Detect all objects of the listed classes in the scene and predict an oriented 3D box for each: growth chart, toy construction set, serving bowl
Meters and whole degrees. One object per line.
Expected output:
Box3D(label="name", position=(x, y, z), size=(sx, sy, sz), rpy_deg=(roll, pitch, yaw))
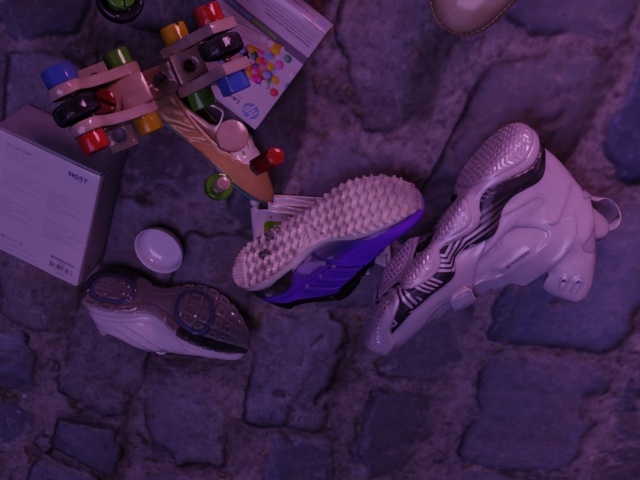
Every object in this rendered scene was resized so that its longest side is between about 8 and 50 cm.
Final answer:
Box3D(label="growth chart", position=(0.000, 0.000, 1.412), size=(0.237, 0.021, 0.172), rpy_deg=(0, 122, 21))
Box3D(label="toy construction set", position=(-0.202, -0.177, 1.236), size=(0.309, 0.257, 0.237), rpy_deg=(40, 169, -10))
Box3D(label="serving bowl", position=(-0.256, 0.011, 1.508), size=(0.083, 0.027, 0.083), rpy_deg=(10, 124, 15))

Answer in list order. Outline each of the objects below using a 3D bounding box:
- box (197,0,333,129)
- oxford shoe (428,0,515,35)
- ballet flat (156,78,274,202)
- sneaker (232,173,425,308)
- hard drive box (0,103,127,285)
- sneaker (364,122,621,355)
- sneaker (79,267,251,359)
Box3D(label="box", position=(-0.093, -0.264, 1.268), size=(0.145, 0.038, 0.186), rpy_deg=(39, 127, -5))
Box3D(label="oxford shoe", position=(0.212, -0.387, 1.008), size=(0.140, 0.146, 0.397), rpy_deg=(25, 126, 3))
Box3D(label="ballet flat", position=(-0.145, -0.147, 1.339), size=(0.232, 0.080, 0.073), rpy_deg=(39, 115, -7))
Box3D(label="sneaker", position=(0.031, 0.014, 1.342), size=(0.293, 0.102, 0.146), rpy_deg=(-25, 137, 19))
Box3D(label="hard drive box", position=(-0.424, -0.069, 1.481), size=(0.181, 0.089, 0.232), rpy_deg=(26, 127, 3))
Box3D(label="sneaker", position=(0.225, 0.042, 1.239), size=(0.210, 0.137, 0.366), rpy_deg=(32, 107, -11))
Box3D(label="sneaker", position=(-0.252, 0.137, 1.557), size=(0.297, 0.111, 0.129), rpy_deg=(17, 141, 14))
